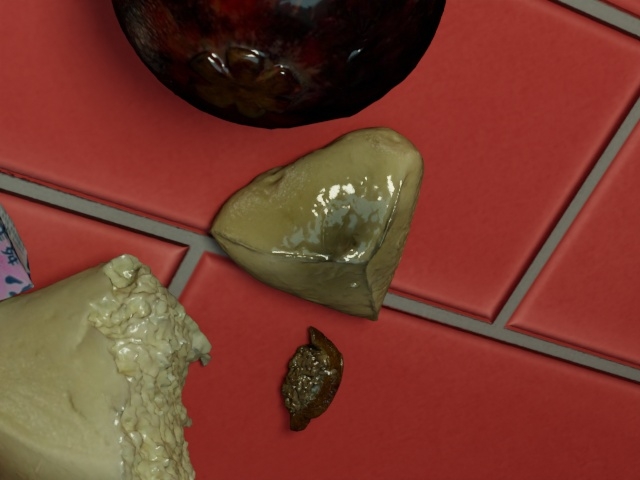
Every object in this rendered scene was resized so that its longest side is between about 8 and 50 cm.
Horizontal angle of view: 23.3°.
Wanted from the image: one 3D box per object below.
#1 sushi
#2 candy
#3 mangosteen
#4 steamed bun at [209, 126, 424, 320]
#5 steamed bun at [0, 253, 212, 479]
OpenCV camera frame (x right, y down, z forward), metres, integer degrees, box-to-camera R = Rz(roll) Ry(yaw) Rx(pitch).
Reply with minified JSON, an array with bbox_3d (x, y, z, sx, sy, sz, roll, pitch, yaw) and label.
[{"bbox_3d":[-0.013,0.157,1.775,0.055,0.052,0.120,2,125,-39],"label":"sushi"},{"bbox_3d":[-0.354,-0.012,1.525,0.092,0.073,0.160,-23,127,-2],"label":"candy"},{"bbox_3d":[-0.031,-0.270,1.373,0.306,0.360,0.306,9,146,6],"label":"mangosteen"},{"bbox_3d":[0.024,-0.018,1.635,0.231,0.110,0.212,22,113,-33],"label":"steamed bun"},{"bbox_3d":[-0.226,0.203,1.578,0.273,0.272,0.290,-18,135,-4],"label":"steamed bun"}]
